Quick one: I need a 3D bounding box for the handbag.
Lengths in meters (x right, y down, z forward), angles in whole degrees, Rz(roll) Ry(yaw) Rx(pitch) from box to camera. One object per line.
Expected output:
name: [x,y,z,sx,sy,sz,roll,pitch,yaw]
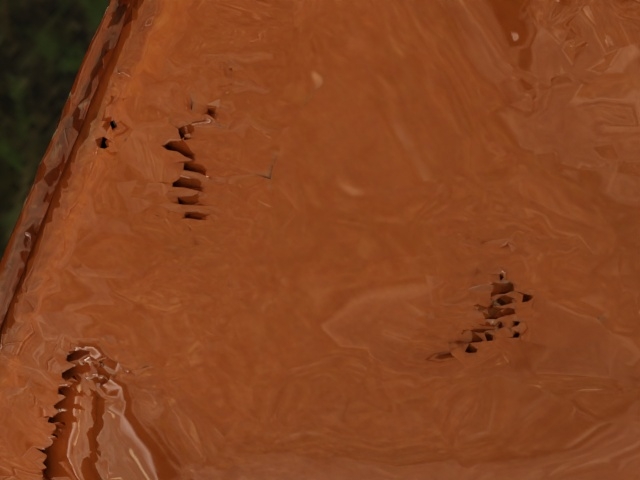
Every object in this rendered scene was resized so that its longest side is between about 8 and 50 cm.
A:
handbag: [0.055,0.054,0.546,0.303,0.116,0.410,37,-42,4]
